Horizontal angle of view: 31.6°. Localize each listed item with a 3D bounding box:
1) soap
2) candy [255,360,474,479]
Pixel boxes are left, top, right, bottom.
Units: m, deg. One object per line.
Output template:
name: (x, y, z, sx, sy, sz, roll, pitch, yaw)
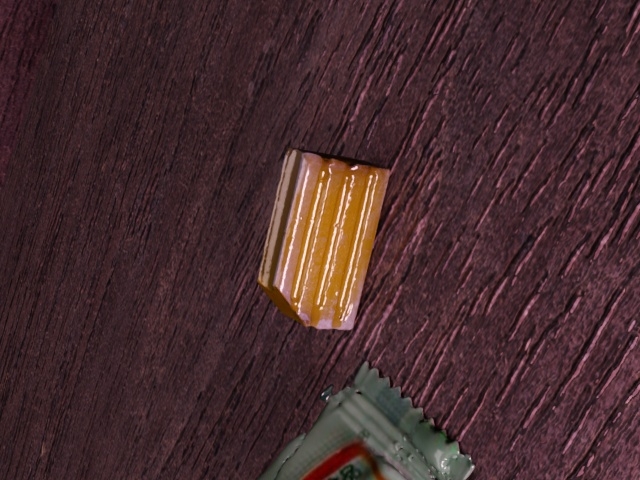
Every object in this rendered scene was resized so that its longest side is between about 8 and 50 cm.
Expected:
soap: (0.000, 0.000, 1.522, 0.073, 0.140, 0.232, 27, 106, 58)
candy: (0.015, 0.367, 1.450, 0.263, 0.172, 0.398, 40, 97, 39)
